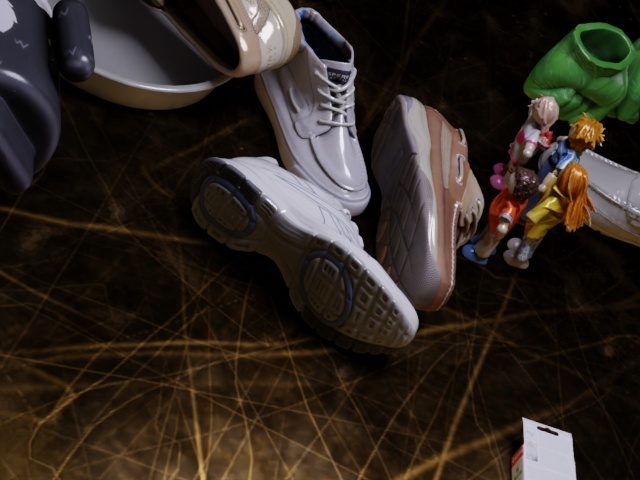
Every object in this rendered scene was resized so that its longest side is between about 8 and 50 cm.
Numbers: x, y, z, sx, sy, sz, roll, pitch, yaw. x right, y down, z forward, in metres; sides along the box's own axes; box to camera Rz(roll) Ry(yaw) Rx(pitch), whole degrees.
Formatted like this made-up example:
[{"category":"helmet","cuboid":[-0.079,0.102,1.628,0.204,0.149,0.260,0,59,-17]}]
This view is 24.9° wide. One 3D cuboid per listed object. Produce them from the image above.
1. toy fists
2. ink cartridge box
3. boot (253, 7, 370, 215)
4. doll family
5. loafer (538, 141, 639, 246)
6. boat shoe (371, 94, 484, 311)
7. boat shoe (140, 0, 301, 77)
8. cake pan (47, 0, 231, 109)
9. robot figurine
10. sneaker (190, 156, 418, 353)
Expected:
[{"category":"toy fists","cuboid":[0.408,-0.223,2.015,0.279,0.142,0.096,-6,66,-35]},{"category":"ink cartridge box","cuboid":[0.232,0.243,1.508,0.063,0.029,0.115,20,40,-12]},{"category":"boot","cuboid":[0.003,-0.158,1.711,0.095,0.123,0.258,-5,51,-34]},{"category":"doll family","cuboid":[0.277,-0.071,1.755,0.118,0.163,0.263,28,40,-3]},{"category":"loafer","cuboid":[0.430,-0.043,1.859,0.319,0.111,0.112,31,40,1]},{"category":"boat shoe","cuboid":[0.136,-0.045,1.682,0.116,0.123,0.324,18,43,-17]},{"category":"boat shoe","cuboid":[-0.167,-0.327,1.702,0.341,0.121,0.110,45,41,15]},{"category":"cake pan","cuboid":[-0.229,-0.261,1.734,0.293,0.054,0.293,17,41,-16]},{"category":"robot figurine","cuboid":[-0.350,-0.165,1.466,0.209,0.173,0.278,10,44,-22]},{"category":"sneaker","cuboid":[0.000,0.000,1.565,0.297,0.111,0.129,44,36,14]}]
